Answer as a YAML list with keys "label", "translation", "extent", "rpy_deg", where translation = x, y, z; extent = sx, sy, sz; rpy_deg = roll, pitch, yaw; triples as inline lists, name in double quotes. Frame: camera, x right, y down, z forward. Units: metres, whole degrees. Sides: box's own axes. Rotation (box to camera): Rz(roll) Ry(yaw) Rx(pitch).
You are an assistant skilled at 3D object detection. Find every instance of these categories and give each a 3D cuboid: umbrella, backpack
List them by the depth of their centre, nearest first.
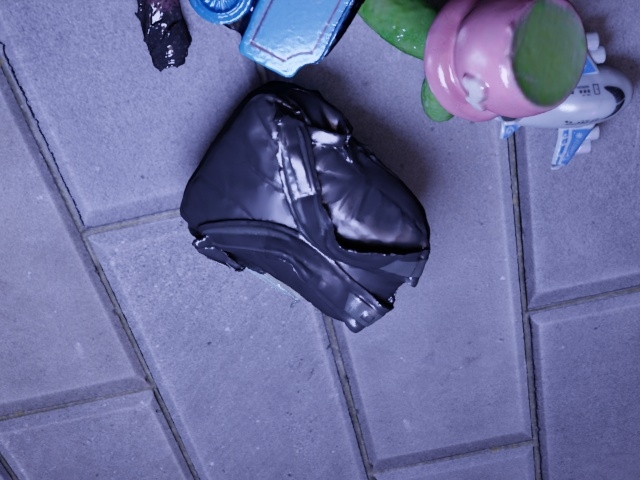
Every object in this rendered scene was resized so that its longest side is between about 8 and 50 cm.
- label: "umbrella"
  translation: [-0.276, -0.441, 1.192]
  extent: [0.090, 0.094, 0.326]
  rpy_deg: [-15, 124, -12]
- label: "backpack"
  translation: [-0.013, -0.051, 1.300]
  extent: [0.445, 0.255, 0.363]
  rpy_deg: [35, 114, 0]

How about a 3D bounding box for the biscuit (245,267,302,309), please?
- label: "biscuit"
  translation: [-0.003, -0.003, 1.493]
  extent: [0.309, 0.079, 0.186]
  rpy_deg: [-37, 119, 19]

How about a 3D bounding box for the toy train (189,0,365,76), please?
- label: "toy train"
  translation: [-0.047, -0.438, 1.142]
  extent: [0.265, 0.188, 0.300]
  rpy_deg: [27, 115, -8]

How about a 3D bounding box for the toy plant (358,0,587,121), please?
- label: "toy plant"
  translation: [0.235, -0.322, 1.181]
  extent: [0.210, 0.356, 0.317]
  rpy_deg: [-46, 120, -6]

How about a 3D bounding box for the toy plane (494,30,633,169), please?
- label: "toy plane"
  translation: [0.445, -0.257, 1.341]
  extent: [0.267, 0.123, 0.267]
  rpy_deg: [-3, 123, -5]
